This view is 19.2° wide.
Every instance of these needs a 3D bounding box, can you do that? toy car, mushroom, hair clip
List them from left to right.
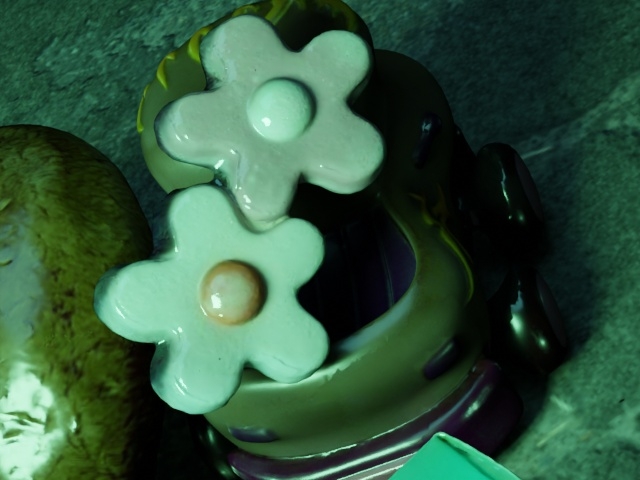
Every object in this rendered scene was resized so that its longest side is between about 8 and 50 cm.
[{"bbox_3d":[-0.217,0.103,1.298,0.239,0.345,0.345,-21,37,-17],"label":"mushroom"},{"bbox_3d":[-0.043,-0.018,1.157,0.146,0.075,0.257,18,83,4],"label":"hair clip"},{"bbox_3d":[0.000,0.000,1.279,0.271,0.240,0.340,-22,44,14],"label":"toy car"}]

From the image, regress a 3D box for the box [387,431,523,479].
[{"bbox_3d":[0.017,0.277,1.002,0.311,0.205,0.118,-42,47,-14],"label":"box"}]
